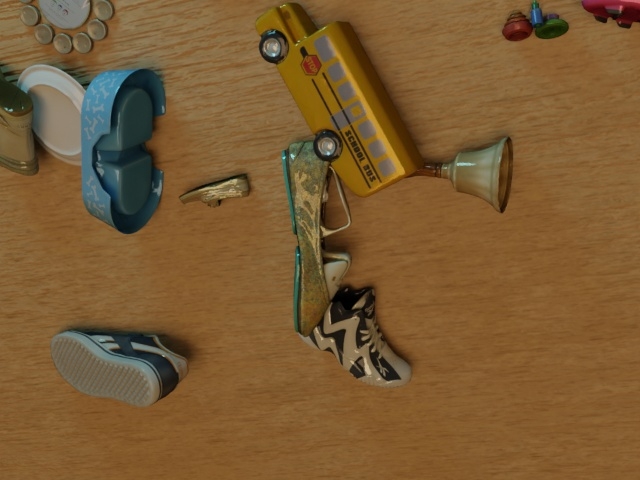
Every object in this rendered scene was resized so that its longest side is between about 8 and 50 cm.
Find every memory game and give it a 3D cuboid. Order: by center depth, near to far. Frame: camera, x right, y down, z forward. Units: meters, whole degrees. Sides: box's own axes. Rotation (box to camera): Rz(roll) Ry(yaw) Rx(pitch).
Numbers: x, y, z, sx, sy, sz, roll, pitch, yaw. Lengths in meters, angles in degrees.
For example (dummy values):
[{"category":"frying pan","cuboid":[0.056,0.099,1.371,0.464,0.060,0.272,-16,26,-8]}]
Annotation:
[{"category":"memory game","cuboid":[-0.448,-0.419,1.349,0.186,0.012,0.186,4,112,10]}]

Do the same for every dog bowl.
[{"category":"dog bowl","cuboid":[-0.351,-0.159,1.360,0.074,0.166,0.297,14,114,18]}]

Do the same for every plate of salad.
[{"category":"plate of salad","cuboid":[-0.467,-0.228,1.402,0.199,0.048,0.200,17,130,21]}]

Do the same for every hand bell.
[{"category":"hand bell","cuboid":[0.194,-0.118,1.309,0.242,0.126,0.126,6,113,23]}]

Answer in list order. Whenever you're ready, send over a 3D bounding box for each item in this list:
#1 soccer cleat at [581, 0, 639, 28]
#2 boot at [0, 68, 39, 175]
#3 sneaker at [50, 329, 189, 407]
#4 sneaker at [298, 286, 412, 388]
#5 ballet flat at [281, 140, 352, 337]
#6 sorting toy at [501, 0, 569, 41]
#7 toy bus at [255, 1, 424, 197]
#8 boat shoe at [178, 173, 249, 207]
[{"category":"soccer cleat","cuboid":[0.553,-0.382,1.121,0.331,0.116,0.143,5,97,7]},{"category":"boot","cuboid":[-0.594,-0.228,1.415,0.213,0.077,0.165,37,141,24]},{"category":"sneaker","cuboid":[-0.406,0.251,1.564,0.321,0.127,0.126,13,110,33]},{"category":"sneaker","cuboid":[0.089,0.167,1.434,0.235,0.094,0.153,33,123,8]},{"category":"ballet flat","cuboid":[0.000,0.000,1.353,0.123,0.123,0.349,-2,97,12]},{"category":"sorting toy","cuboid":[0.335,-0.344,1.206,0.101,0.061,0.042,-4,77,6]},{"category":"toy bus","cuboid":[0.029,-0.234,1.246,0.130,0.108,0.333,-27,94,24]},{"category":"boat shoe","cuboid":[-0.194,-0.083,1.414,0.135,0.050,0.045,-14,103,16]}]
